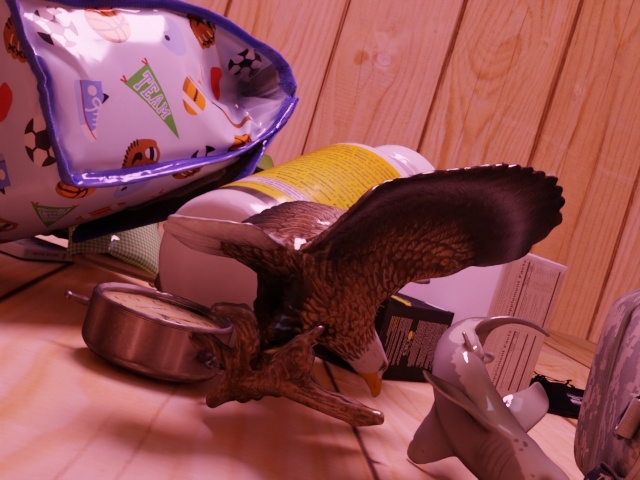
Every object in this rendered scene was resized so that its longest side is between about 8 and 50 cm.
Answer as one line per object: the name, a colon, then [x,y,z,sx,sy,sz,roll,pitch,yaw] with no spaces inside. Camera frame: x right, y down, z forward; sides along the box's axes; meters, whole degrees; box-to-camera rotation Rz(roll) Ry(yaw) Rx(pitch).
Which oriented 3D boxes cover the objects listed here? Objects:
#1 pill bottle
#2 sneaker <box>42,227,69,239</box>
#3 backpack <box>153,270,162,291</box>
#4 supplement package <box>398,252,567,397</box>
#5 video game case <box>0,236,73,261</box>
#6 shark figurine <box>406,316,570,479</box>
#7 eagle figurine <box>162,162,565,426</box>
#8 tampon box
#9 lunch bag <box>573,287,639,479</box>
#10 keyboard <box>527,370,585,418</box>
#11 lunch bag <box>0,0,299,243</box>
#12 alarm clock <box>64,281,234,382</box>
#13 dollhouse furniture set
pill bottle: [0.000,0.000,1.101,0.187,0.188,0.334,18,27,31]
sneaker: [-0.368,-0.042,1.536,0.153,0.101,0.268,25,-3,-4]
backpack: [-0.109,0.042,1.271,0.188,0.145,0.166,14,8,-9]
supplement package: [0.182,0.089,1.452,0.145,0.204,0.261,16,2,-42]
video game case: [-0.439,-0.001,1.416,0.157,0.019,0.143,17,2,18]
shark figurine: [0.119,0.138,0.868,0.166,0.116,0.278,31,25,-17]
eagle figurine: [0.029,0.025,0.823,0.226,0.298,0.225,31,-36,18]
tampon box: [0.075,0.115,1.316,0.120,0.102,0.161,19,3,37]
lunch bag: [0.368,0.167,0.819,0.305,0.213,0.256,16,2,5]
keyboard: [0.363,0.241,1.472,0.192,0.038,0.100,17,25,-27]
lunch bag: [-0.252,-0.125,1.139,0.327,0.239,0.385,-14,2,36]
alarm clock: [-0.133,0.089,0.891,0.192,0.064,0.129,18,4,41]
dollhouse furniture set: [-0.198,-0.050,1.410,0.301,0.151,0.198,22,42,-46]
